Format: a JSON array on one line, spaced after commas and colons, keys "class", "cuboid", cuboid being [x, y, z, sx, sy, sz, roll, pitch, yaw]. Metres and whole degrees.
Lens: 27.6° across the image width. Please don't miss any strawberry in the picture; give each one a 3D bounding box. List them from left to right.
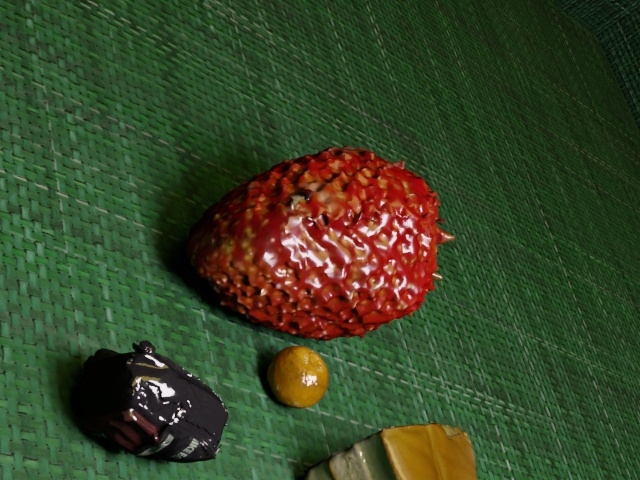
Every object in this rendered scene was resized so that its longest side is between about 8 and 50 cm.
[{"class": "strawberry", "cuboid": [0.001, -0.002, 1.724, 0.343, 0.292, 0.292, 2, 58, -60]}]

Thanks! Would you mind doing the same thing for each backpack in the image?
[{"class": "backpack", "cuboid": [-0.181, 0.187, 1.422, 0.165, 0.120, 0.106, 40, 53, -27]}]

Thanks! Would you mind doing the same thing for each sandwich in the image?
[{"class": "sandwich", "cuboid": [0.118, 0.352, 1.660, 0.227, 0.155, 0.198, 7, 56, -54]}]

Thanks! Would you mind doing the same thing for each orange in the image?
[{"class": "orange", "cuboid": [-0.029, 0.179, 1.702, 0.083, 0.070, 0.083, 29, 31, -20]}]
